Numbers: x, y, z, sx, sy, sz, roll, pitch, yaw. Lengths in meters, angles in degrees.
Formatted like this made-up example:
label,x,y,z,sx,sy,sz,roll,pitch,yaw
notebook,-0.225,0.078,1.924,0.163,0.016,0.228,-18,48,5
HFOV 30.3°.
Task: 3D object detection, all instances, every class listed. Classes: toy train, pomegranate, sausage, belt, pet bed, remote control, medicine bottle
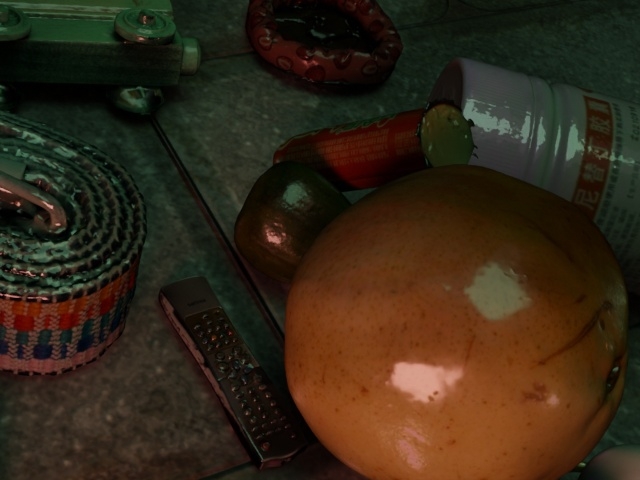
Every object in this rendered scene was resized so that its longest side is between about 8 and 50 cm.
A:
label,x,y,z,sx,sy,sz,roll,pitch,yaw
toy train,-0.279,-0.223,1.286,0.285,0.116,0.177,-3,39,-21
pomegranate,0.108,0.081,1.035,0.319,0.319,0.319,10,48,-11
sausage,0.035,-0.085,1.203,0.083,0.264,0.083,4,83,-41
belt,-0.299,-0.018,1.051,0.295,0.160,0.207,27,47,4
pet bed,0.002,-0.259,1.449,0.201,0.053,0.201,9,44,-8
remote control,-0.084,0.120,1.101,0.059,0.028,0.212,-14,57,-34
medicine bottle,0.267,-0.063,1.270,0.316,0.202,0.202,13,47,-8

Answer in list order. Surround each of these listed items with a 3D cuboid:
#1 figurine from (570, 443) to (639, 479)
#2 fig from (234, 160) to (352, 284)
label,x,y,z,sx,sy,sz,roll,pitch,yaw
figurine,0.237,0.267,1.016,0.263,0.142,0.189,-24,29,-33
fig,0.000,0.000,1.190,0.177,0.117,0.117,28,45,-16
